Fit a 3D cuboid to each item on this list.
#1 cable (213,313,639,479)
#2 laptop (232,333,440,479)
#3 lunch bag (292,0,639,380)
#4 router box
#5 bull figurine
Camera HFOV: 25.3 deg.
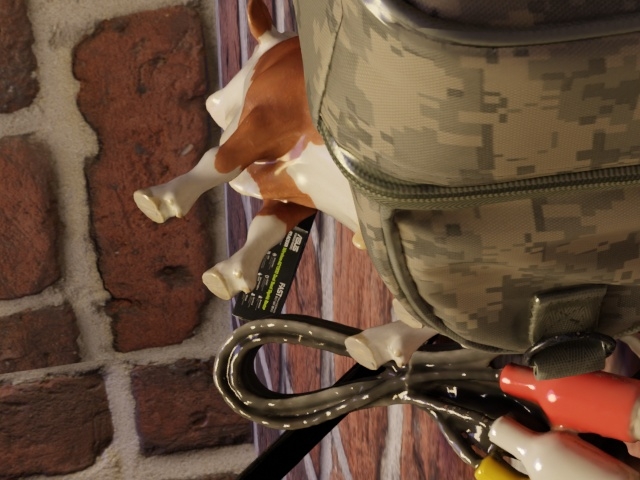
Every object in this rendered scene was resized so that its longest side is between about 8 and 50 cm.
[{"bbox_3d":[0.069,0.082,0.775,0.072,0.287,0.139,-31,-45,-64],"label":"cable"},{"bbox_3d":[0.000,0.000,1.093,0.382,0.236,0.407,112,149,-71],"label":"laptop"},{"bbox_3d":[0.079,-0.128,0.559,0.256,0.213,0.305,100,161,-60],"label":"lunch bag"},{"bbox_3d":[-0.029,-0.003,1.119,0.122,0.038,0.092,110,179,-46],"label":"router box"},{"bbox_3d":[0.018,-0.041,0.810,0.310,0.188,0.101,19,146,37],"label":"bull figurine"}]
